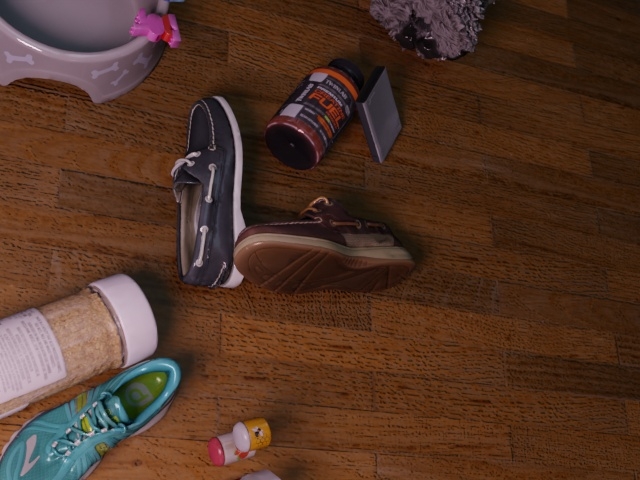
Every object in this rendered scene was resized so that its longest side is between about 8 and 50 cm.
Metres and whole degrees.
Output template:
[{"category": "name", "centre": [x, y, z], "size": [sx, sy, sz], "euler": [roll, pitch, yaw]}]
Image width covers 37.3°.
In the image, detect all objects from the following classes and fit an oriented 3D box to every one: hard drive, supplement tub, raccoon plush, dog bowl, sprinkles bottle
[{"category": "hard drive", "centre": [0.098, -0.212, 1.596], "size": [0.022, 0.135, 0.094], "euler": [10, 53, 28]}, {"category": "supplement tub", "centre": [-0.002, -0.213, 1.549], "size": [0.106, 0.106, 0.198], "euler": [38, 57, -7]}, {"category": "raccoon plush", "centre": [0.260, -0.515, 1.643], "size": [0.216, 0.446, 0.299], "euler": [34, 70, 6]}, {"category": "dog bowl", "centre": [-0.387, -0.379, 1.432], "size": [0.348, 0.102, 0.349], "euler": [10, 65, -23]}, {"category": "sprinkles bottle", "centre": [-0.384, 0.153, 1.185], "size": [0.355, 0.121, 0.121], "euler": [-22, 79, -32]}]

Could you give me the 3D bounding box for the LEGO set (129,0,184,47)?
[{"category": "LEGO set", "centre": [-0.264, -0.405, 1.392], "size": [0.093, 0.087, 0.227], "euler": [-6, 70, -29]}]

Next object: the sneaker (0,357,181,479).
[{"category": "sneaker", "centre": [-0.291, 0.231, 1.205], "size": [0.275, 0.110, 0.107], "euler": [-38, 88, -33]}]

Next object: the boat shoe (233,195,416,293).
[{"category": "boat shoe", "centre": [0.000, 0.000, 1.431], "size": [0.342, 0.123, 0.123], "euler": [4, 55, -42]}]

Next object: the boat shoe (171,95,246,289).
[{"category": "boat shoe", "centre": [-0.172, -0.078, 1.400], "size": [0.091, 0.114, 0.302], "euler": [3, 66, -32]}]

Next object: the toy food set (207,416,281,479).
[{"category": "toy food set", "centre": [-0.120, 0.344, 1.231], "size": [0.104, 0.111, 0.232], "euler": [-10, 105, -30]}]
